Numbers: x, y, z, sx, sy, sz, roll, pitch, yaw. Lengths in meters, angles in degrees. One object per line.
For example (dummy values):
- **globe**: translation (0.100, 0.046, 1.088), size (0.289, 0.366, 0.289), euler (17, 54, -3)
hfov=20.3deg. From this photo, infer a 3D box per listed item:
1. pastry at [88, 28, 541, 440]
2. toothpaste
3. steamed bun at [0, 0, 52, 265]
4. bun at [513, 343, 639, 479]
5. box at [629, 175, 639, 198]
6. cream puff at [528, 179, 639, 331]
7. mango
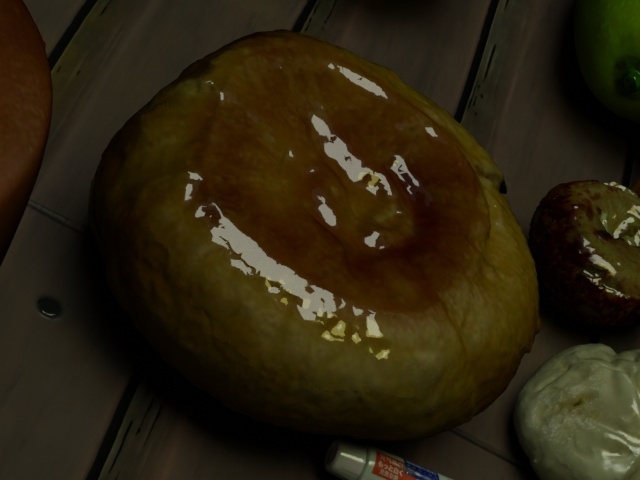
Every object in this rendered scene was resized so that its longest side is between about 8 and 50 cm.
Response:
- **pastry**: translation (0.000, 0.000, 1.295), size (0.356, 0.164, 0.356), euler (22, 43, -22)
- **toothpaste**: translation (0.102, 0.190, 1.269), size (0.218, 0.033, 0.052), euler (25, 39, -17)
- **steamed bun**: translation (-0.316, -0.096, 1.114), size (0.248, 0.235, 0.379), euler (-18, 61, -40)
- **bun**: translation (0.239, 0.139, 1.353), size (0.183, 0.102, 0.183), euler (19, 39, -16)
- **box**: translation (0.416, -0.098, 1.648), size (0.274, 0.174, 0.076), euler (-21, 62, -44)
- **cream puff**: translation (0.236, 0.019, 1.485), size (0.149, 0.084, 0.149), euler (21, 42, -20)
- **mango**: translation (0.343, -0.226, 1.733), size (0.192, 0.156, 0.343), euler (4, 35, 6)
